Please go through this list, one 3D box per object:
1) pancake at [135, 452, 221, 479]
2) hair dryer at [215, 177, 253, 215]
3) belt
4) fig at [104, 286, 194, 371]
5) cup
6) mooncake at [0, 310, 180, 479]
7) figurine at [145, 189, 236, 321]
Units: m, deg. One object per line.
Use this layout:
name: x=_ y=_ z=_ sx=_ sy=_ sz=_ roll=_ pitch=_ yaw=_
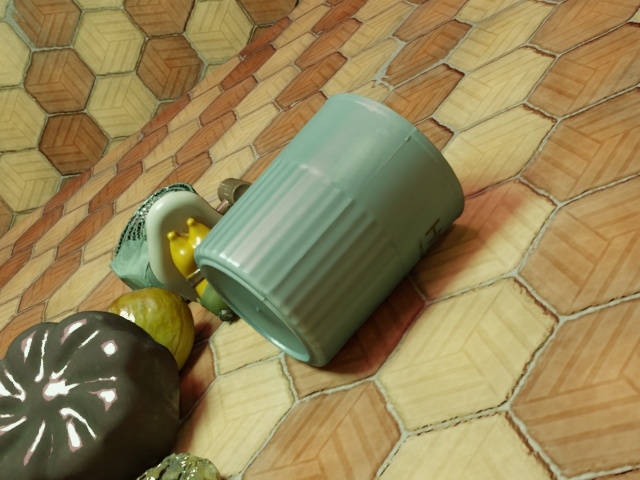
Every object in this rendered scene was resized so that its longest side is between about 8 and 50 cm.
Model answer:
pancake: x=-0.230 y=0.394 z=1.111 sx=0.282 sy=0.049 sz=0.282 roll=-32 pitch=25 yaw=17
hair dryer: x=-0.219 y=-0.057 z=1.887 sx=0.181 sy=0.064 sz=0.117 roll=-49 pitch=25 yaw=-11
belt: x=-0.298 y=0.012 z=1.741 sx=0.207 sy=0.150 sz=0.257 roll=-24 pitch=38 yaw=24
fig: x=-0.287 y=0.200 z=1.461 sx=0.159 sy=0.159 sz=0.257 roll=-28 pitch=47 yaw=22
cup: x=-0.010 y=-0.014 z=1.272 sx=0.311 sy=0.257 sz=0.331 roll=-48 pitch=27 yaw=-18
mooncake: x=-0.365 y=0.248 z=1.310 sx=0.306 sy=0.154 sz=0.306 roll=-9 pitch=64 yaw=18
figurine: x=-0.197 y=0.045 z=1.498 sx=0.166 sy=0.250 sz=0.141 roll=-36 pitch=43 yaw=-4
